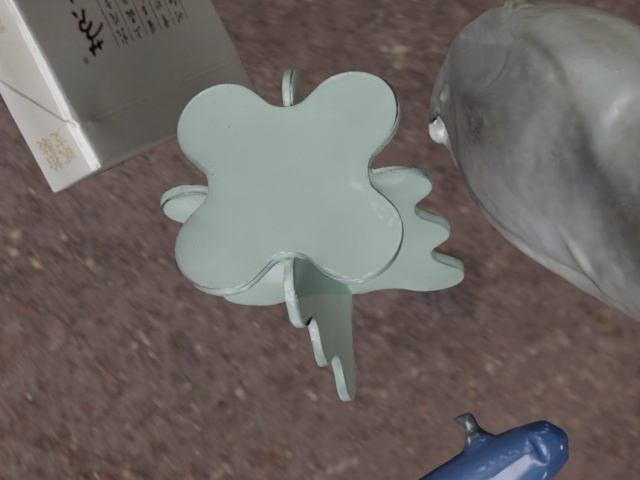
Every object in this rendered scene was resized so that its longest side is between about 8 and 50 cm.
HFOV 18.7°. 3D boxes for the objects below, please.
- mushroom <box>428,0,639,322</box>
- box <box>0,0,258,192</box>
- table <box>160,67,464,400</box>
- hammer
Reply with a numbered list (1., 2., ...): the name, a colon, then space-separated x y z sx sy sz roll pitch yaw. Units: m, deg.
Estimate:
1. mushroom: 0.147 -0.019 0.798 0.097 0.351 0.109 11 106 -32
2. box: -0.189 -0.226 1.298 0.204 0.051 0.365 -32 94 -56
3. table: 0.000 0.000 1.226 0.166 0.166 0.198 -43 156 -7
4. hammer: 0.007 0.121 0.705 0.194 0.116 0.069 -35 85 8
